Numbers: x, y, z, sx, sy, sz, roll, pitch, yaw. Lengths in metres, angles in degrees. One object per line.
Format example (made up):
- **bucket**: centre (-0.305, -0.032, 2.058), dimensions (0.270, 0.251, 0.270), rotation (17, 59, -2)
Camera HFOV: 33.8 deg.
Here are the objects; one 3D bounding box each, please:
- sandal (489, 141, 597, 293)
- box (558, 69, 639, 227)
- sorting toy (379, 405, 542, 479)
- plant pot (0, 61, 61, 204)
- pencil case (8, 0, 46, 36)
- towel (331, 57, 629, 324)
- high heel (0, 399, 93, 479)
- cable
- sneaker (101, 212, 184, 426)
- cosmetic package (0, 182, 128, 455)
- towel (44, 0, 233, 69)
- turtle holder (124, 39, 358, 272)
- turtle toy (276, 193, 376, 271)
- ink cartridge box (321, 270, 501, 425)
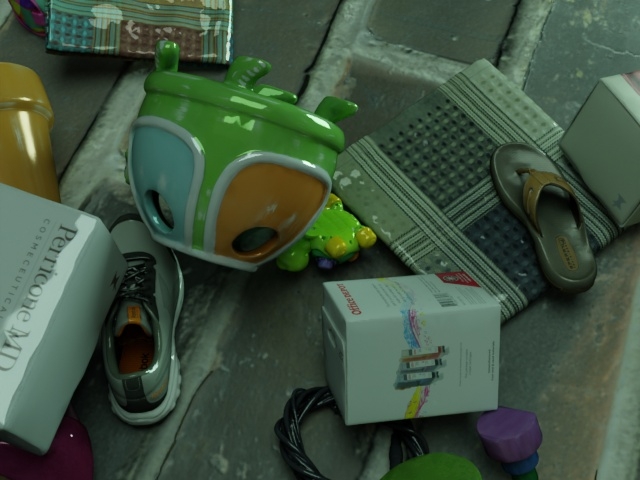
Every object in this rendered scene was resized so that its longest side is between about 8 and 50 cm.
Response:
- **sandal**: centre (0.280, -0.038, 1.301), dimensions (0.090, 0.060, 0.219), rotation (-13, 62, -7)
- **box**: centre (0.450, -0.132, 1.343), dimensions (0.232, 0.127, 0.149), rotation (-15, 59, -28)
- **sorting toy**: centre (0.109, 0.325, 1.111), dimensions (0.365, 0.126, 0.127), rotation (-35, 28, -24)
- **plant pot**: centre (-0.412, -0.087, 1.311), dimensions (0.205, 0.205, 0.188), rotation (-22, 76, -14)
- **pencil case**: centre (-0.349, -0.399, 1.548), dimensions (0.104, 0.104, 0.236), rotation (38, 67, 20)
- **towel**: centre (0.208, -0.063, 1.382), dimensions (0.312, 0.056, 0.324), rotation (-35, 67, -17)
- **high heel**: centre (-0.440, 0.249, 1.135), dimensions (0.377, 0.127, 0.181), rotation (-15, 60, -8)
- **cable**: centre (0.034, 0.231, 1.195), dimensions (0.150, 0.047, 0.184), rotation (-30, 63, -18)
- **sneaker**: centre (-0.214, 0.078, 1.252), dimensions (0.100, 0.108, 0.271), rotation (-8, 58, -3)
- **cosmetic package**: centre (-0.459, 0.029, 1.088), dimensions (0.453, 0.161, 0.230), rotation (18, 71, 7)
- **towel**: centre (-0.256, -0.430, 1.510), dimensions (0.271, 0.040, 0.370), rotation (2, 75, -15)
- **turtle holder**: centre (-0.134, -0.098, 1.250), dimensions (0.320, 0.243, 0.227), rotation (17, 91, 22)
- **turtle toy**: centre (0.000, 0.000, 1.317), dimensions (0.130, 0.066, 0.095), rotation (-18, 51, -37)
- **ink cartridge box**: centre (0.097, 0.117, 1.182), dimensions (0.176, 0.127, 0.128), rotation (-3, 18, -10)
